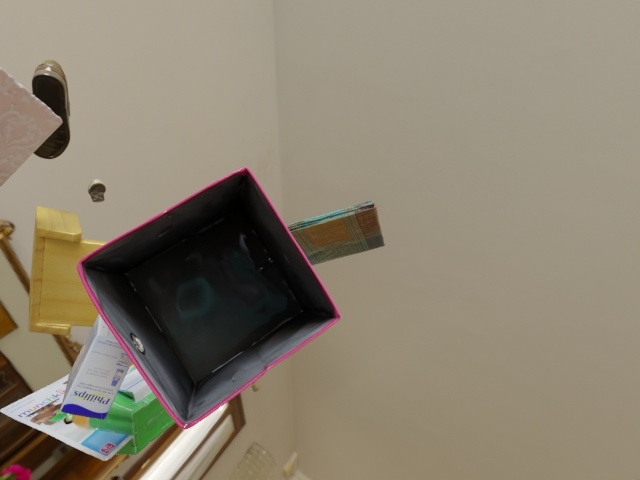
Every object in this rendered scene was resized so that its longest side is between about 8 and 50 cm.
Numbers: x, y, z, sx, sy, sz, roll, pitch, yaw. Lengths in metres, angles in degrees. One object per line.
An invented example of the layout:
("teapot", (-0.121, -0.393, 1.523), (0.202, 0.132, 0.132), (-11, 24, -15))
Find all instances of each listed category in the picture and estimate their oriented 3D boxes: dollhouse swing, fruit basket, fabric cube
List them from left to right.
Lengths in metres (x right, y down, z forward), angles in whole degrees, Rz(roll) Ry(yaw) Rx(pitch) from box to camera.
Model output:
("dollhouse swing", (-0.784, 0.101, 1.380), (0.315, 0.304, 0.347), (34, -65, 50))
("fruit basket", (-0.519, 0.371, 1.026), (0.352, 0.327, 0.166), (13, -73, 22))
("fabric cube", (-0.165, 0.082, 0.654), (0.254, 0.259, 0.258), (58, -16, -2))

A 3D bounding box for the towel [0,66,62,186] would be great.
("towel", (-0.827, -0.261, 0.985), (0.053, 0.317, 0.332), (36, -12, 4))

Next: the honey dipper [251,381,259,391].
("honey dipper", (-0.158, 0.249, 0.903), (0.030, 0.030, 0.161), (-32, -110, 47))

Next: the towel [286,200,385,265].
("towel", (0.000, 0.000, 1.239), (0.369, 0.040, 0.271), (-15, -27, 7))

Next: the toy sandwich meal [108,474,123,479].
("toy sandwich meal", (-0.570, 0.682, 1.117), (0.085, 0.086, 0.029), (5, -24, 35))

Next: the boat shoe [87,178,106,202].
("boat shoe", (-0.958, -0.227, 1.754), (0.190, 0.068, 0.072), (-31, -108, 55))

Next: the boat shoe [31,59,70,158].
("boat shoe", (-0.799, -0.383, 1.230), (0.307, 0.110, 0.105), (-51, -138, 36))

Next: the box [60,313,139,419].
("box", (-0.385, 0.216, 0.727), (0.072, 0.137, 0.126), (27, -4, -27))
